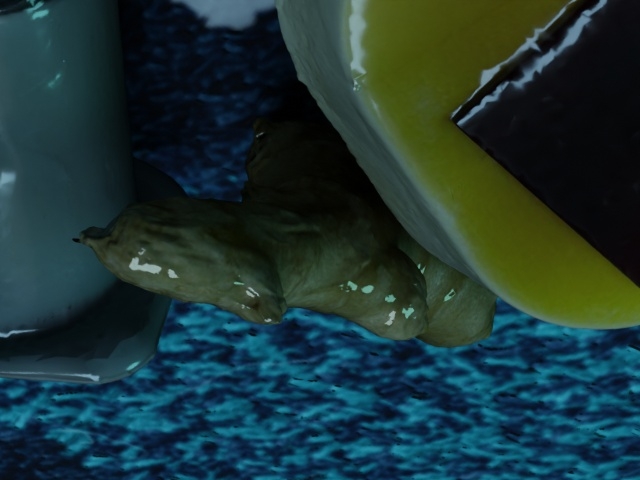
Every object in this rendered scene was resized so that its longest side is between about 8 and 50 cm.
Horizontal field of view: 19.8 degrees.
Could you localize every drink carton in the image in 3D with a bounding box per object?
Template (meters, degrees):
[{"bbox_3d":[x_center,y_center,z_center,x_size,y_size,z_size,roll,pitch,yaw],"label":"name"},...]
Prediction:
[{"bbox_3d":[-0.168,-0.062,0.879,0.185,0.191,0.190,0,125,11],"label":"drink carton"}]

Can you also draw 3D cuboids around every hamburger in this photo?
[{"bbox_3d":[0.109,-0.097,0.823,0.227,0.151,0.295,-27,121,10],"label":"hamburger"}]

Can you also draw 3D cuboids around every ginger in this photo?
[{"bbox_3d":[0.000,0.000,0.897,0.081,0.333,0.148,-32,81,19],"label":"ginger"}]
